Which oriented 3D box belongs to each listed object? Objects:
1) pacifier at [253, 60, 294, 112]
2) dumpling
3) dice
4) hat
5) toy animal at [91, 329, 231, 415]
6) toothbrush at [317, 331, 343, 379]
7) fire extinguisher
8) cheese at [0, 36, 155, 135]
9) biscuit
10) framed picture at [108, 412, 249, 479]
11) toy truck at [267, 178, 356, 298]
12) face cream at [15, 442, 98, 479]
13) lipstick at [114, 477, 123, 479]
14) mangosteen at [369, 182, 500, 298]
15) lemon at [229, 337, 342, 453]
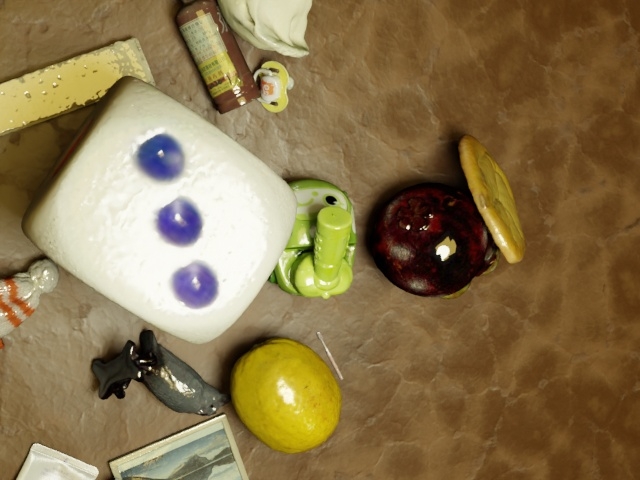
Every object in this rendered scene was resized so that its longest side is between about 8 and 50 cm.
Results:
[{"bbox_3d":[-0.072,-0.251,1.489,0.064,0.068,0.083,-26,126,-49],"label":"pacifier"},{"bbox_3d":[-0.077,-0.383,1.424,0.179,0.131,0.252,14,53,-54],"label":"dumpling"},{"bbox_3d":[-0.228,-0.045,1.315,0.304,0.304,0.277,34,84,-19],"label":"dice"},{"bbox_3d":[-0.459,0.084,1.367,0.162,0.093,0.112,-33,131,-19],"label":"hat"},{"bbox_3d":[-0.245,0.216,1.469,0.210,0.121,0.117,26,42,-35],"label":"toy animal"},{"bbox_3d":[0.017,0.199,1.580,0.006,0.008,0.097,-27,105,0],"label":"toothbrush"},{"bbox_3d":[-0.173,-0.329,1.442,0.075,0.106,0.252,-20,103,23],"label":"fire extinguisher"},{"bbox_3d":[-0.447,-0.204,1.368,0.400,0.034,0.085,-22,105,-16],"label":"cheese"},{"bbox_3d":[0.293,-0.067,1.542,0.041,0.260,0.203,-24,136,19],"label":"biscuit"},{"bbox_3d":[-0.227,0.389,1.513,0.203,0.015,0.150,-20,101,-16],"label":"framed picture"},{"bbox_3d":[-0.005,0.012,1.462,0.148,0.210,0.187,-3,114,-19],"label":"toy truck"},{"bbox_3d":[-0.445,0.438,1.429,0.114,0.070,0.224,29,73,-19],"label":"face cream"},{"bbox_3d":[-0.382,0.491,1.439,0.059,0.059,0.264,41,86,-18],"label":"lipstick"},{"bbox_3d":[0.184,0.004,1.527,0.210,0.210,0.209,-2,96,-19],"label":"mangosteen"},{"bbox_3d":[-0.052,0.249,1.477,0.170,0.170,0.207,-40,107,-11],"label":"lemon"}]
